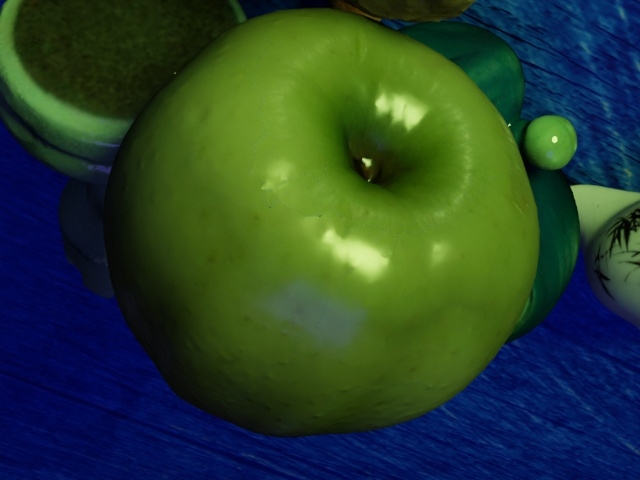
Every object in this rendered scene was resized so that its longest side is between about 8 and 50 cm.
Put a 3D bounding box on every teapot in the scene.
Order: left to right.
[{"bbox_3d":[0.353,-0.002,1.015,0.300,0.165,0.208,-17,154,10],"label":"teapot"}]

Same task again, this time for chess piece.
[{"bbox_3d":[-0.157,-0.070,0.955,0.195,0.194,0.299,8,149,-4],"label":"chess piece"}]

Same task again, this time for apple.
[{"bbox_3d":[0.000,0.000,0.742,0.279,0.279,0.279,3,140,2],"label":"apple"}]

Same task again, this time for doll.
[{"bbox_3d":[0.111,-0.037,0.952,0.199,0.186,0.321,24,138,31],"label":"doll"}]

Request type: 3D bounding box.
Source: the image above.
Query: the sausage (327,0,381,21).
[{"bbox_3d":[0.074,-0.265,0.787,0.053,0.053,0.347,15,139,-12],"label":"sausage"}]

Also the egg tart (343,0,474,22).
[{"bbox_3d":[0.027,-0.283,0.641,0.129,0.341,0.341,-33,144,-20],"label":"egg tart"}]
